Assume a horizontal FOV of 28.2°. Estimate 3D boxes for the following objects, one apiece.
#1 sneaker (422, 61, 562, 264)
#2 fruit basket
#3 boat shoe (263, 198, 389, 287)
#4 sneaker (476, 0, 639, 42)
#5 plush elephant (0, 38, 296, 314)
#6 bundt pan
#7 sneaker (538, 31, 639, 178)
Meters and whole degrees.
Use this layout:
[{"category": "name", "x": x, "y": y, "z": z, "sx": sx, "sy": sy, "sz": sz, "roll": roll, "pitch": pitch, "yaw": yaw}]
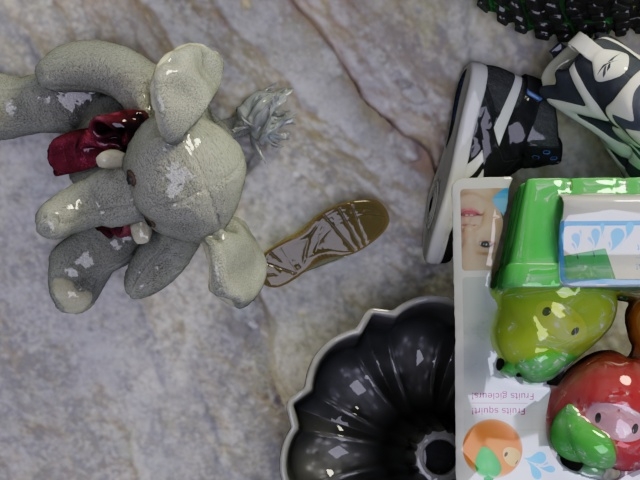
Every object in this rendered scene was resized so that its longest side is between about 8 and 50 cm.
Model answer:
[{"category": "sneaker", "x": 0.186, "y": -0.068, "z": 1.329, "sx": 0.121, "sy": 0.079, "sz": 0.217, "roll": 12, "pitch": 102, "yaw": -8}, {"category": "fruit basket", "x": 0.289, "y": 0.111, "z": 1.218, "sx": 0.327, "sy": 0.165, "sz": 0.353, "roll": 0, "pitch": 79, "yaw": 2}, {"category": "boat shoe", "x": 0.000, "y": 0.002, "z": 1.353, "sx": 0.153, "sy": 0.048, "sz": 0.056, "roll": -32, "pitch": 94, "yaw": -4}, {"category": "sneaker", "x": 0.299, "y": -0.283, "z": 1.279, "sx": 0.343, "sy": 0.134, "sz": 0.146, "roll": 6, "pitch": 70, "yaw": -1}, {"category": "plush elephant", "x": -0.168, "y": -0.060, "z": 1.203, "sx": 0.330, "sy": 0.255, "sz": 0.272, "roll": -18, "pitch": 106, "yaw": -1}, {"category": "bundt pan", "x": 0.116, "y": 0.226, "z": 1.345, "sx": 0.331, "sy": 0.124, "sz": 0.331, "roll": 1, "pitch": 83, "yaw": -6}, {"category": "sneaker", "x": 0.297, "y": -0.139, "z": 1.296, "sx": 0.094, "sy": 0.235, "sz": 0.153, "roll": -46, "pitch": 66, "yaw": 5}]
